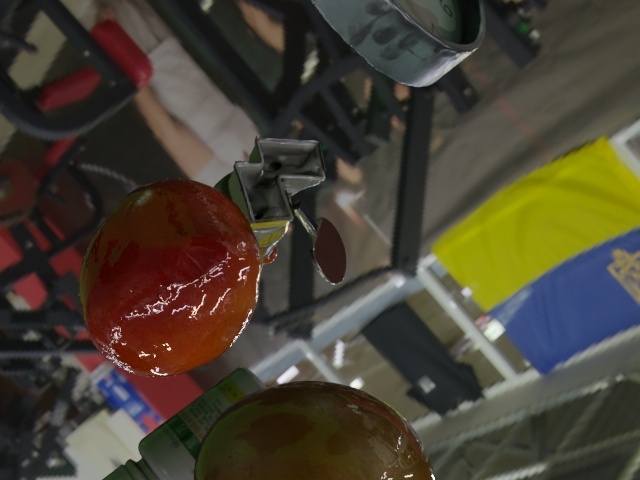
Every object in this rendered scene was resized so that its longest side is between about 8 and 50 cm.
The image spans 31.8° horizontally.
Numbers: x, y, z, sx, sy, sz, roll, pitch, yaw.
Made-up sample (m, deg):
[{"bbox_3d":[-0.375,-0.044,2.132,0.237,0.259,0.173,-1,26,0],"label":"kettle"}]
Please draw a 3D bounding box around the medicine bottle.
[{"bbox_3d":[-0.207,0.393,1.922,0.340,0.208,0.208,-36,-179,-14],"label":"medicine bottle"}]

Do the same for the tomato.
[{"bbox_3d":[-0.200,0.042,1.439,0.260,0.259,0.180,-41,140,12],"label":"tomato"}]

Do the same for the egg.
[{"bbox_3d":[-0.011,0.332,1.530,0.351,0.282,0.282,3,-150,32],"label":"egg"}]

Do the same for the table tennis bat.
[{"bbox_3d":[0.000,0.000,1.695,0.014,0.158,0.095,-10,-136,29],"label":"table tennis bat"}]

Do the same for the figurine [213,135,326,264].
[{"bbox_3d":[-0.112,-0.034,1.711,0.308,0.143,0.308,-36,174,-5],"label":"figurine"}]

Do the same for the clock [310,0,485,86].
[{"bbox_3d":[0.053,-0.308,1.129,0.066,0.319,0.319,-29,-171,31],"label":"clock"}]
